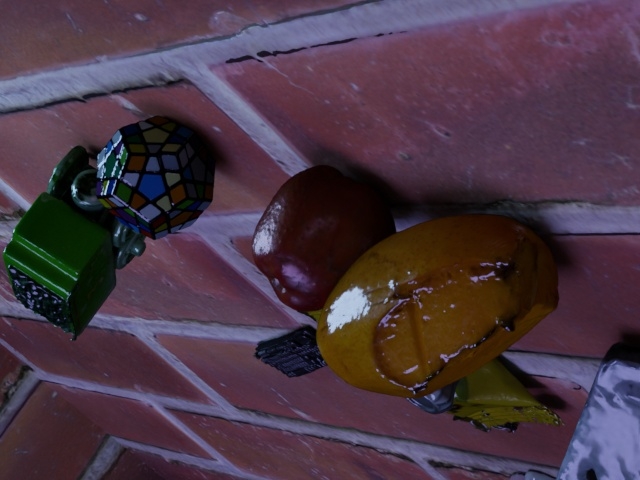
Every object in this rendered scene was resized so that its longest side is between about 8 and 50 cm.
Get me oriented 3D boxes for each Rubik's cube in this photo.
[{"bbox_3d":[-0.177,-0.068,1.818,0.133,0.133,0.112,37,-173,-7],"label":"Rubik's cube"}]

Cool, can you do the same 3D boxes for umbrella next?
[{"bbox_3d":[0.196,0.210,2.009,0.083,0.031,0.020,24,127,24],"label":"umbrella"}]

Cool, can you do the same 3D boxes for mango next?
[{"bbox_3d":[0.100,0.061,1.543,0.252,0.154,0.126,-23,165,34],"label":"mango"}]

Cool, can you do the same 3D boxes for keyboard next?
[{"bbox_3d":[-0.030,0.153,2.256,0.072,0.023,0.231,35,162,-10],"label":"keyboard"}]

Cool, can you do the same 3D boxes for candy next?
[{"bbox_3d":[0.115,0.134,1.879,0.297,0.081,0.187,30,162,-19],"label":"candy"}]

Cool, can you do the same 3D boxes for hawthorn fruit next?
[{"bbox_3d":[0.000,0.000,1.646,0.133,0.138,0.133,33,165,10],"label":"hawthorn fruit"}]

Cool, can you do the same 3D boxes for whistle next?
[{"bbox_3d":[0.315,0.267,1.687,0.168,0.188,0.405,26,159,24],"label":"whistle"}]

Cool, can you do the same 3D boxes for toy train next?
[{"bbox_3d":[-0.299,0.003,2.085,0.132,0.188,0.243,32,160,6],"label":"toy train"}]

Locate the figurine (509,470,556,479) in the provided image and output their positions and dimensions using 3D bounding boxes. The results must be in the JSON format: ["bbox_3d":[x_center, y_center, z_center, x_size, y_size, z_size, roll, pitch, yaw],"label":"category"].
[{"bbox_3d":[0.198,0.430,2.096,0.284,0.315,0.206,39,156,-7],"label":"figurine"}]

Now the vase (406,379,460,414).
[{"bbox_3d":[0.132,0.095,1.636,0.081,0.148,0.081,31,162,11],"label":"vase"}]
